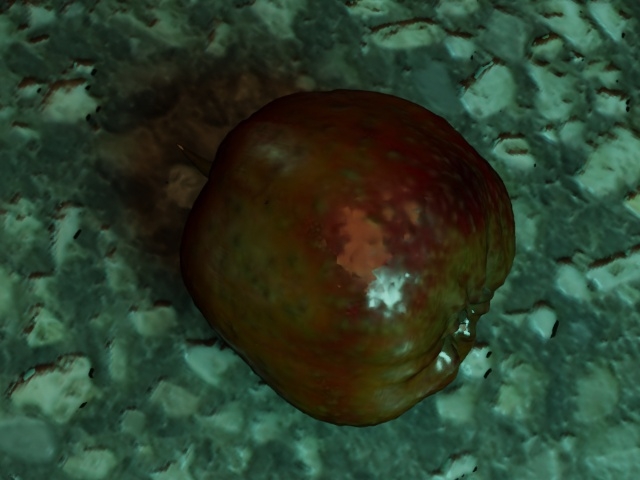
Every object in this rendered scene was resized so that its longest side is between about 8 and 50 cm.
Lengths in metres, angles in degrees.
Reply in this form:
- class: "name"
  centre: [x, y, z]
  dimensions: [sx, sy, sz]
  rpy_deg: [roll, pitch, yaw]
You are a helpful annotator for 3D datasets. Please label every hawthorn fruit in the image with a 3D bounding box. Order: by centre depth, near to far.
- class: "hawthorn fruit"
  centre: [0.000, 0.000, 0.645]
  dimensions: [0.200, 0.179, 0.179]
  rpy_deg: [25, 73, 15]
